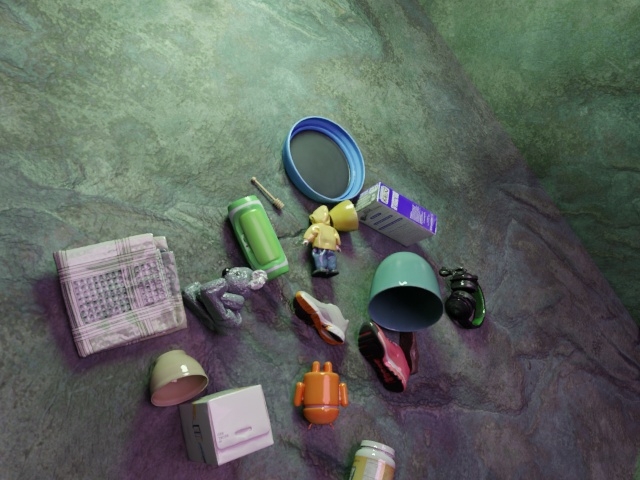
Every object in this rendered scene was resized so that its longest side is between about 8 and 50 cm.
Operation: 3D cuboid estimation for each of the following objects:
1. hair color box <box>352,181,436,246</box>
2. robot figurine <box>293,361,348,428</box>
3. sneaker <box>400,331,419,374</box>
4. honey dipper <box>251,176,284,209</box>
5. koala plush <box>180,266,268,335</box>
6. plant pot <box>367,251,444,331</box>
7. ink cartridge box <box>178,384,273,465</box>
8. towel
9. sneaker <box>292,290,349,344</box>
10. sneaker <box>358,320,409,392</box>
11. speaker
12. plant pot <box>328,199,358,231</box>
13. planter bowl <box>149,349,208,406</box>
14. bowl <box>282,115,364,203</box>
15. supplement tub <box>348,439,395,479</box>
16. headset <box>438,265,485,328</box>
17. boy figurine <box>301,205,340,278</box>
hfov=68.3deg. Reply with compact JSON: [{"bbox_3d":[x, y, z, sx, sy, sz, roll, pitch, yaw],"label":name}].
[{"bbox_3d":[0.322,-0.107,2.064,0.339,0.185,0.110,25,59,-27],"label":"hair color box"},{"bbox_3d":[0.000,0.530,1.617,0.158,0.128,0.219,21,59,-41],"label":"robot figurine"},{"bbox_3d":[0.377,0.463,1.967,0.071,0.066,0.188,24,63,-46],"label":"sneaker"},{"bbox_3d":[-0.206,-0.183,1.814,0.161,0.030,0.030,43,53,-10],"label":"honey dipper"},{"bbox_3d":[-0.288,0.170,1.523,0.221,0.196,0.203,-47,113,-39],"label":"koala plush"},{"bbox_3d":[0.339,0.189,1.908,0.293,0.293,0.235,32,39,-22],"label":"plant pot"},{"bbox_3d":[-0.274,0.523,1.350,0.171,0.233,0.168,-6,76,-38],"label":"ink cartridge box"},{"bbox_3d":[-0.567,0.148,1.379,0.325,0.056,0.311,-13,86,-37],"label":"towel"},{"bbox_3d":[0.005,0.268,1.755,0.262,0.099,0.121,49,44,-20],"label":"sneaker"},{"bbox_3d":[0.255,0.441,1.865,0.136,0.116,0.313,-38,103,-49],"label":"sneaker"},{"bbox_3d":[-0.220,-0.003,1.669,0.131,0.131,0.296,-22,86,-39],"label":"speaker"},{"bbox_3d":[0.084,-0.090,1.935,0.095,0.134,0.134,-18,82,-15],"label":"plant pot"},{"bbox_3d":[-0.419,0.388,1.365,0.162,0.162,0.109,-2,47,-37],"label":"planter bowl"},{"bbox_3d":[0.015,-0.335,2.002,0.392,0.077,0.390,14,65,-31],"label":"bowl"},{"bbox_3d":[0.175,0.809,1.620,0.144,0.144,0.199,34,55,-21],"label":"supplement tub"},{"bbox_3d":[0.678,0.246,2.181,0.394,0.185,0.243,43,52,-29],"label":"headset"},{"bbox_3d":[0.000,0.000,1.849,0.177,0.092,0.284,5,69,-34],"label":"boy figurine"}]
